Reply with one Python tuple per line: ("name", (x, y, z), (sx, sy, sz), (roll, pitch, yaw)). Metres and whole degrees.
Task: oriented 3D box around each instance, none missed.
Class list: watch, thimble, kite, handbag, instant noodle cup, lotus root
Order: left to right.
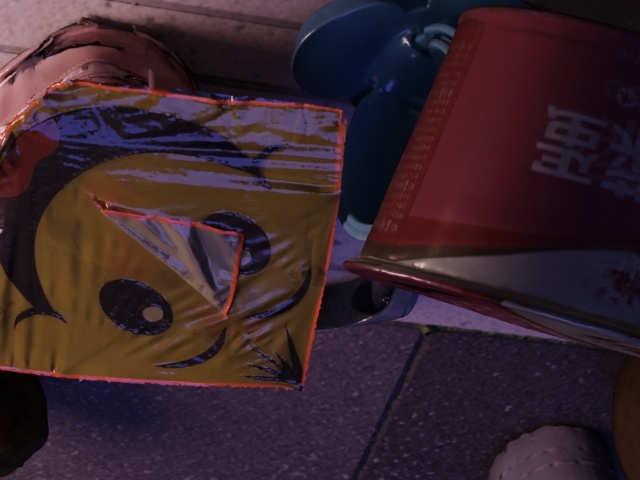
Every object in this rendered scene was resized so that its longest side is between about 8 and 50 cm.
("lotus root", (-0.335, 0.126, 1.430), (0.123, 0.124, 0.241), (-6, 144, 31))
("handbag", (-0.180, -0.052, 1.228), (0.205, 0.116, 0.179), (-37, 121, 24))
("kite", (-0.119, 0.019, 1.202), (0.377, 0.013, 0.327), (-35, 121, 22))
("watch", (0.000, 0.000, 1.364), (0.193, 0.068, 0.206), (5, 139, -12))
("watch", (0.093, -0.085, 1.179), (0.211, 0.193, 0.211), (-3, 141, -2))
("thimble", (0.242, 0.276, 1.656), (0.127, 0.118, 0.151), (0, 138, -8))
("instant noodle cup", (0.148, -0.033, 1.001), (0.235, 0.178, 0.235), (16, 178, 1))

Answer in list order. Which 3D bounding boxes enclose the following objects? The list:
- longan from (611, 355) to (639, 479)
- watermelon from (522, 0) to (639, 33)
("longan", (0.390, 0.165, 1.461), (0.258, 0.258, 0.258), (-2, 138, -2))
("watermelon", (0.195, -0.244, 0.993), (0.262, 0.213, 0.201), (14, 135, -20))
